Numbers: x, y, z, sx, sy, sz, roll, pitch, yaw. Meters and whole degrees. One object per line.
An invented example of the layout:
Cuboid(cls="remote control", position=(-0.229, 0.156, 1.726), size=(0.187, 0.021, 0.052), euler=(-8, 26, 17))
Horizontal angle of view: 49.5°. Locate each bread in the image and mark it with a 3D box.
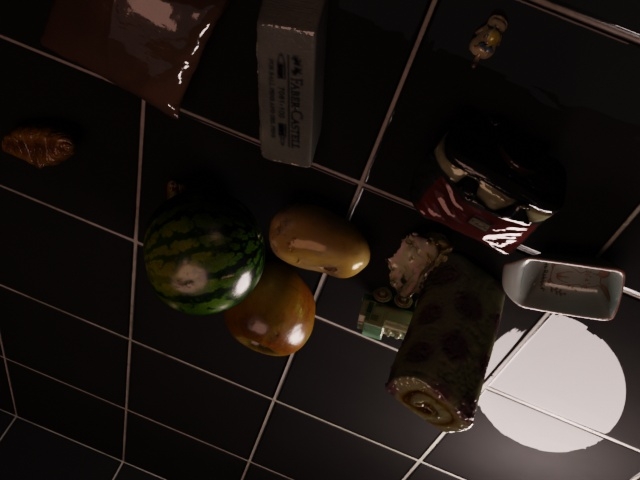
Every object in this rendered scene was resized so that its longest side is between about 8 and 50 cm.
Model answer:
Cuboid(cls="bread", position=(0.275, 0.207, 1.466), size=(0.187, 0.338, 0.155), euler=(34, 144, -11))
Cuboid(cls="bread", position=(-0.647, -0.226, 1.630), size=(0.232, 0.076, 0.105), euler=(6, 123, 29))

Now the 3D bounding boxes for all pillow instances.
Cuboid(cls="pillow", position=(-0.353, -0.406, 1.294), size=(0.307, 0.108, 0.305), euler=(30, 133, -10))

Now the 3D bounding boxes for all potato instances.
Cuboid(cls="potato", position=(0.000, 0.000, 1.525), size=(0.233, 0.146, 0.150), euler=(17, -176, -10))

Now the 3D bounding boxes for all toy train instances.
Cuboid(cls="toy train", position=(0.185, 0.184, 1.639), size=(0.193, 0.125, 0.081), euler=(15, 141, 10))

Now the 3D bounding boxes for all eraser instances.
Cuboid(cls="eraser", position=(-0.055, -0.298, 1.288), size=(0.111, 0.077, 0.353), euler=(15, 137, 11))

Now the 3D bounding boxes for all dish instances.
Cuboid(cls="dish", position=(0.496, 0.078, 1.434), size=(0.234, 0.064, 0.154), euler=(8, 136, 16))

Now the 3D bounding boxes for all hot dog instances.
Cuboid(cls="hot dog", position=(-0.342, -0.089, 1.657), size=(0.056, 0.041, 0.133), euler=(18, 138, 7))

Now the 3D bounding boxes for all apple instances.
Cuboid(cls="apple", position=(-0.121, 0.167, 1.723), size=(0.236, 0.208, 0.237), euler=(20, 157, 9))

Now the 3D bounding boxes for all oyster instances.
Cuboid(cls="oyster", position=(0.215, 0.043, 1.514), size=(0.071, 0.133, 0.209), euler=(-4, 136, -26))

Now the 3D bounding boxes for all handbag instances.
Cuboid(cls="handbag", position=(0.303, -0.101, 1.256), size=(0.254, 0.181, 0.181), euler=(26, 140, -6))

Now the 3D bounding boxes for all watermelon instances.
Cuboid(cls="watermelon", position=(-0.262, 0.028, 1.560), size=(0.284, 0.285, 0.285), euler=(13, 137, 12))

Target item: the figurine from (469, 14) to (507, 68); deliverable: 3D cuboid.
Cuboid(cls="figurine", position=(0.274, -0.324, 1.136), size=(0.047, 0.051, 0.083), euler=(20, 139, -4))
